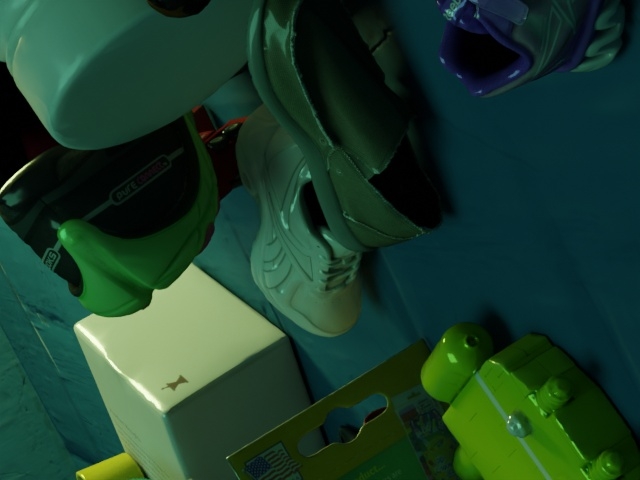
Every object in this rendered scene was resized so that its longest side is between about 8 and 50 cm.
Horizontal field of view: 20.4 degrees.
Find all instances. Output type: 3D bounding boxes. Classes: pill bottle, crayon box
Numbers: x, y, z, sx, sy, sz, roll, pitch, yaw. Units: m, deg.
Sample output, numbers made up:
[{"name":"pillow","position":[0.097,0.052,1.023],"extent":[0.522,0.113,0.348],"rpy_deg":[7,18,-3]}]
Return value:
[{"name":"pill bottle","position":[-0.215,-0.275,1.308],"extent":[0.392,0.224,0.224],"rpy_deg":[55,161,16]},{"name":"crayon box","position":[0.076,0.272,1.488],"extent":[0.323,0.203,0.083],"rpy_deg":[60,162,1]}]

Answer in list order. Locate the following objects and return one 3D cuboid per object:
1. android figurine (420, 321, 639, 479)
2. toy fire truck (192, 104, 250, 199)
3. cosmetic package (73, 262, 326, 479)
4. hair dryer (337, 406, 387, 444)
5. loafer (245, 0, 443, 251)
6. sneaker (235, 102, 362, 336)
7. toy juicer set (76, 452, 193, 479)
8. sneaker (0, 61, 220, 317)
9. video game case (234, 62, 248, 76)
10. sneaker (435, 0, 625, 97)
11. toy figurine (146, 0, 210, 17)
[{"name":"android figurine","position":[0.168,0.169,1.335],"extent":[0.248,0.056,0.273],"rpy_deg":[56,163,11]},{"name":"toy fire truck","position":[-0.122,-0.065,1.593],"extent":[0.135,0.192,0.047],"rpy_deg":[-9,115,39]},{"name":"cosmetic package","position":[-0.093,0.275,1.986],"extent":[0.230,0.161,0.453],"rpy_deg":[35,149,51]},{"name":"hair dryer","position":[0.060,0.245,1.680],"extent":[0.223,0.080,0.293],"rpy_deg":[52,159,23]},{"name":"loafer","position":[0.027,-0.095,1.270],"extent":[0.087,0.094,0.251],"rpy_deg":[4,138,34]},{"name":"sneaker","position":[0.000,0.000,1.460],"extent":[0.115,0.090,0.232],"rpy_deg":[34,150,45]},{"name":"toy juicer set","position":[-0.161,0.338,1.866],"extent":[0.209,0.089,0.329],"rpy_deg":[63,160,-9]},{"name":"sneaker","position":[-0.218,-0.145,1.488],"extent":[0.202,0.185,0.483],"rpy_deg":[40,-166,-38]},{"name":"video game case","position":[-0.083,-0.245,1.401],"extent":[0.196,0.026,0.274],"rpy_deg":[60,160,-1]},{"name":"sneaker","position":[0.108,-0.156,0.923],"extent":[0.095,0.104,0.236],"rpy_deg":[51,158,29]},{"name":"toy figurine","position":[-0.075,-0.254,1.082],"extent":[0.148,0.209,0.213],"rpy_deg":[33,149,42]}]
